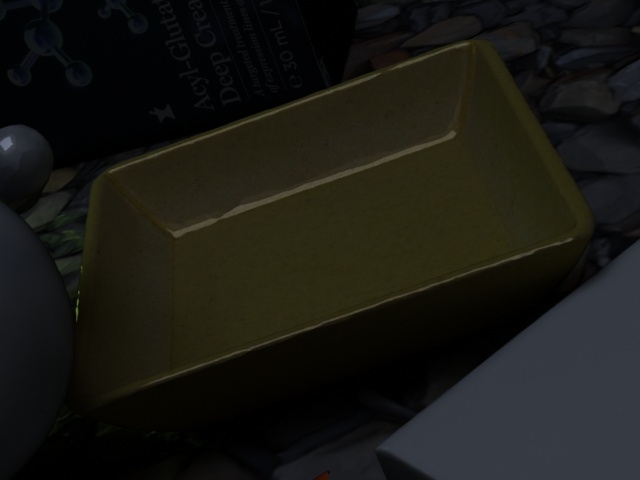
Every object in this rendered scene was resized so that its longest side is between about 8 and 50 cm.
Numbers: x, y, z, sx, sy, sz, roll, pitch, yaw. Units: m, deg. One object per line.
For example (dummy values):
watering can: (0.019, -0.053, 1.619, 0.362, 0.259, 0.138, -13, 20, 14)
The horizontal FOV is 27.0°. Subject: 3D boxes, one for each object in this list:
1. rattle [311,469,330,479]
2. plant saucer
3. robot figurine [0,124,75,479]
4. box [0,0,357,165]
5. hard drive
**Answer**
rattle: (0.000, 0.129, 0.643, 0.130, 0.143, 0.200, -19, 30, 4)
plant saucer: (0.000, 0.000, 0.927, 0.332, 0.081, 0.333, -19, 29, 4)
robot figurine: (-0.260, 0.062, 0.810, 0.300, 0.200, 0.353, -61, 14, -12)
box: (-0.201, -0.264, 1.293, 0.395, 0.293, 0.212, -13, 29, 17)
hard drive: (0.233, 0.060, 0.700, 0.353, 0.047, 0.233, -35, 31, -23)
